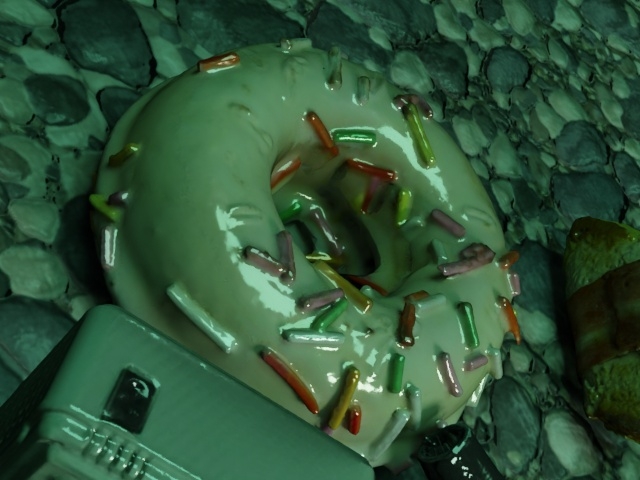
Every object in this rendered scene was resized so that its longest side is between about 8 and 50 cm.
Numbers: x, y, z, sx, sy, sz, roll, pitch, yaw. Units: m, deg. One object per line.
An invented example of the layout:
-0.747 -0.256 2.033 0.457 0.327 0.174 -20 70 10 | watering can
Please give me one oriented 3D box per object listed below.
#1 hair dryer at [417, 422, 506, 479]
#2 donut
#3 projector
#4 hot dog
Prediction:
0.091 0.288 0.935 0.272 0.091 0.235 -42 109 -39 | hair dryer
0.000 0.000 1.053 0.383 0.142 0.382 20 50 -25 | donut
-0.113 0.169 0.752 0.192 0.257 0.099 33 45 -15 | projector
0.296 0.088 1.234 0.093 0.123 0.261 28 49 -36 | hot dog
